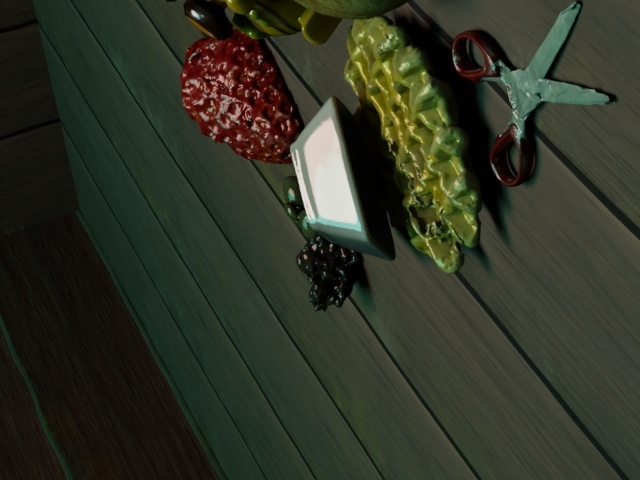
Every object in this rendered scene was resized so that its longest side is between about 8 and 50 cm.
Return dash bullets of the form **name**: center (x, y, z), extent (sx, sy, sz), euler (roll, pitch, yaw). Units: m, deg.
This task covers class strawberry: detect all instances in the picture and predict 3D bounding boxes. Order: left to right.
- **strawberry**: center (-0.113, -0.174, 2.124), extent (0.236, 0.111, 0.190), euler (-127, 25, -46)

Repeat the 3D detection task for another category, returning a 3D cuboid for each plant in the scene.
- **plant**: center (0.000, 0.000, 2.022), extent (0.087, 0.085, 0.174), euler (-26, 77, 50)

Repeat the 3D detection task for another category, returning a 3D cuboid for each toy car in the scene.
- **toy car**: center (-0.062, -0.292, 1.611), extent (0.142, 0.200, 0.248), euler (35, -178, 43)

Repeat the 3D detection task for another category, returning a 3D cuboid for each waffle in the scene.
- **waffle**: center (0.091, -0.101, 1.604), extent (0.261, 0.056, 0.250), euler (-127, 22, -60)

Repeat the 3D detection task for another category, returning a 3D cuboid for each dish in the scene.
- **dish**: center (0.024, -0.051, 1.737), extent (0.234, 0.064, 0.154), euler (33, -138, -76)

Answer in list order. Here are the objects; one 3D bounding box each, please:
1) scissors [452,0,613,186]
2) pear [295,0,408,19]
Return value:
- **scissors**: center (0.174, -0.128, 1.363), extent (0.247, 0.017, 0.144), euler (154, 96, -73)
- **pear**: center (0.029, -0.273, 1.456), extent (0.167, 0.136, 0.167), euler (175, 90, -71)
